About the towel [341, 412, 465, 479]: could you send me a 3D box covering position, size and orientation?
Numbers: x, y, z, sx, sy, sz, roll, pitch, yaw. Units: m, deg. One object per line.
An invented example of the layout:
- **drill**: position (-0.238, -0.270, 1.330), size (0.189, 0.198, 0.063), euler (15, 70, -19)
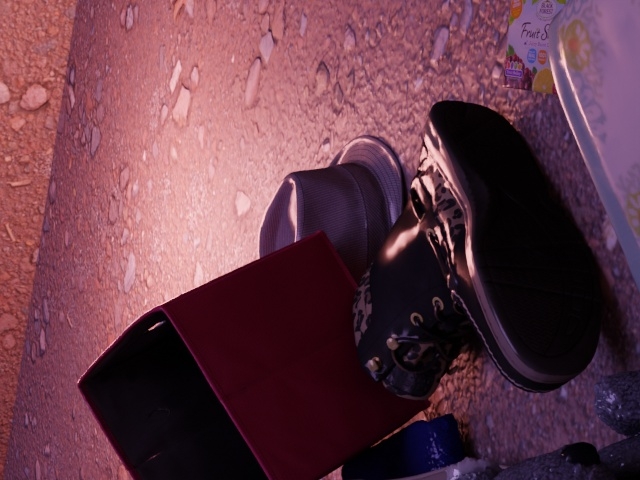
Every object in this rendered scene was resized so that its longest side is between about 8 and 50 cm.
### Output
- **towel**: position (0.123, 0.377, 1.636), size (0.228, 0.076, 0.308), euler (-38, 55, 50)

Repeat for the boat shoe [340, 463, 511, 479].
- **boat shoe**: position (0.122, 0.311, 1.518), size (0.335, 0.095, 0.112), euler (-7, 37, 31)

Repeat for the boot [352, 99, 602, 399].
- **boot**: position (0.149, 0.068, 1.496), size (0.377, 0.138, 0.284), euler (-109, 32, -41)

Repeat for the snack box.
- **snack box**: position (0.240, -0.198, 1.426), size (0.141, 0.037, 0.100), euler (22, 108, 63)

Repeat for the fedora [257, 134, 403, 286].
- **fedora**: position (0.000, 0.000, 1.821), size (0.244, 0.124, 0.275), euler (43, 128, 56)

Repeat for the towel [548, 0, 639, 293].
- **towel**: position (0.331, -0.076, 1.088), size (0.374, 0.090, 0.320), euler (69, 155, 8)

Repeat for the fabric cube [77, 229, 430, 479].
- **fabric cube**: position (-0.083, 0.180, 1.679), size (0.259, 0.258, 0.254), euler (58, 140, 7)

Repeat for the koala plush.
- **koala plush**: position (0.233, 0.241, 1.227), size (0.196, 0.221, 0.203), euler (53, 136, 51)
